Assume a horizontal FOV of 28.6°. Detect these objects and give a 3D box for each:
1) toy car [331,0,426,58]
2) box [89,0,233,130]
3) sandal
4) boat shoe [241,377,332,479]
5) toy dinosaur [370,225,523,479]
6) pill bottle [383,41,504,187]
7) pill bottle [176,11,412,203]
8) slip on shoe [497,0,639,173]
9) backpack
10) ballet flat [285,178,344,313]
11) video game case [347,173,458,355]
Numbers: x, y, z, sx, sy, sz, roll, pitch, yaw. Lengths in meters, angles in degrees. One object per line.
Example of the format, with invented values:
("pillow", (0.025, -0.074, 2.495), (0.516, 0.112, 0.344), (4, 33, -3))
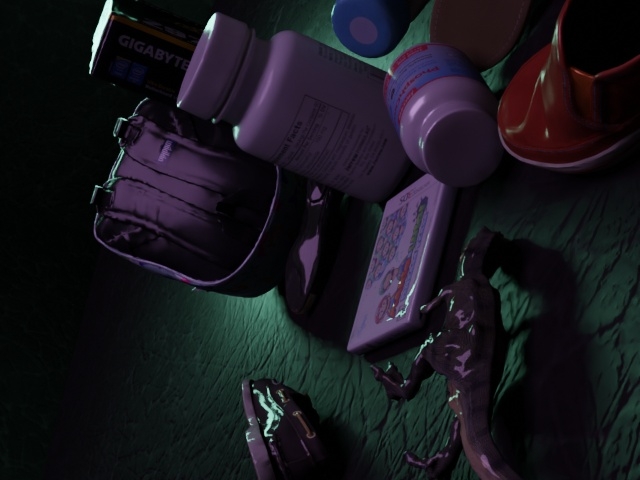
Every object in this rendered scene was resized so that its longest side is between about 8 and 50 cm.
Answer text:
("toy car", (0.042, -0.343, 1.209), (0.219, 0.238, 0.210), (-54, 1, -42))
("box", (-0.102, -0.184, 1.444), (0.257, 0.321, 0.079), (-113, 46, -71))
("sandal", (0.170, -0.244, 1.072), (0.079, 0.088, 0.240), (-37, -23, -35))
("boat shoe", (-0.033, 0.181, 1.191), (0.228, 0.068, 0.081), (-118, 11, -76))
("toy dinosaur", (0.094, 0.099, 0.863), (0.118, 0.064, 0.268), (-49, 26, 35))
("pill bottle", (0.105, -0.105, 1.050), (0.160, 0.087, 0.087), (-102, 36, -65))
("pill bottle", (-0.020, -0.136, 1.260), (0.131, 0.229, 0.131), (-60, 16, 30))
("slip on shoe", (0.184, -0.121, 0.766), (0.331, 0.101, 0.123), (159, 129, -72))
("backpack", (-0.130, -0.045, 1.566), (0.253, 0.191, 0.225), (19, 88, 36))
("ballet flat", (0.000, 0.000, 1.398), (0.057, 0.049, 0.173), (1, 73, 45))
("video game case", (0.074, 0.017, 1.123), (0.143, 0.019, 0.157), (144, 144, -65))
